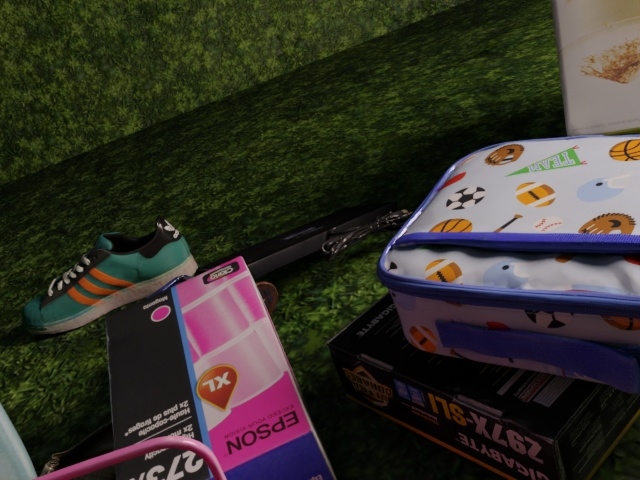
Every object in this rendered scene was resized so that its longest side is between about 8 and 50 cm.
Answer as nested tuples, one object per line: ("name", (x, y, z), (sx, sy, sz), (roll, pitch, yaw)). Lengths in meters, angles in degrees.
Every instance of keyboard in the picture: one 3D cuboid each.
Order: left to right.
("keyboard", (0.000, 0.000, 0.907), (0.317, 0.033, 0.201), (-25, 13, -40))

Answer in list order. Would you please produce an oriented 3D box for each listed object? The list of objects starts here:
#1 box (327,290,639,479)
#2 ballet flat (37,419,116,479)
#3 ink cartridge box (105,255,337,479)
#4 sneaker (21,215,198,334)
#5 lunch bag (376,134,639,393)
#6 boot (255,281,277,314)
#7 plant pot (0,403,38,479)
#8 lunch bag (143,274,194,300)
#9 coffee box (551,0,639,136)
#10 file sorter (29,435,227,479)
("box", (0.205, 0.069, 0.627), (0.322, 0.079, 0.257), (-36, 30, -29))
("ballet flat", (-0.200, 0.203, 0.701), (0.250, 0.058, 0.084), (-34, 28, -25))
("ink cartridge box", (-0.107, 0.165, 0.623), (0.176, 0.069, 0.371), (-24, 38, -6))
("sneaker", (-0.366, 0.051, 1.076), (0.302, 0.121, 0.108), (-23, 24, -2))
("lunch bag", (0.211, 0.009, 0.523), (0.303, 0.115, 0.243), (1, 35, 42))
("boot", (-0.166, 0.107, 0.847), (0.219, 0.082, 0.106), (-31, 29, -17))
("plant pot", (-0.372, 0.226, 0.543), (0.247, 0.252, 0.248), (-36, 19, -30))
("lunch bag", (-0.205, 0.090, 0.930), (0.067, 0.065, 0.098), (7, 38, 47))
("coffee box", (0.475, -0.302, 0.744), (0.338, 0.334, 0.338), (-5, 5, 34))
("file sorter", (-0.104, 0.271, 0.312), (0.182, 0.202, 0.290), (-18, 26, -4))
